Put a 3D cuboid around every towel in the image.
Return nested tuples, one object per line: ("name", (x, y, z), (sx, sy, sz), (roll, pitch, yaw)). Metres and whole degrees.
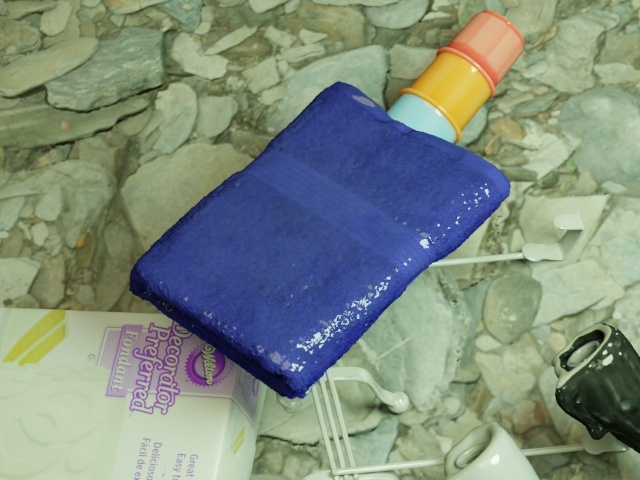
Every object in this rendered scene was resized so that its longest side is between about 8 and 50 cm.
("towel", (0.000, 0.000, 1.855), (0.227, 0.076, 0.308), (32, 61, 31))

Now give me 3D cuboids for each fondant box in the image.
("fondant box", (-0.231, 0.191, 1.936), (0.330, 0.096, 0.238), (2, 62, 17))

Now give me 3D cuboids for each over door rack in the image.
("over door rack", (0.117, 0.124, 1.872), (0.324, 0.108, 0.240), (-11, 58, -6))

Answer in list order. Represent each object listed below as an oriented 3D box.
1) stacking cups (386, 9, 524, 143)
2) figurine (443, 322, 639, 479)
("stacking cups", (0.090, -0.100, 2.015), (0.096, 0.096, 0.316), (31, 69, 29))
("figurine", (0.240, 0.220, 1.741), (0.215, 0.092, 0.209), (-41, 99, -2))
